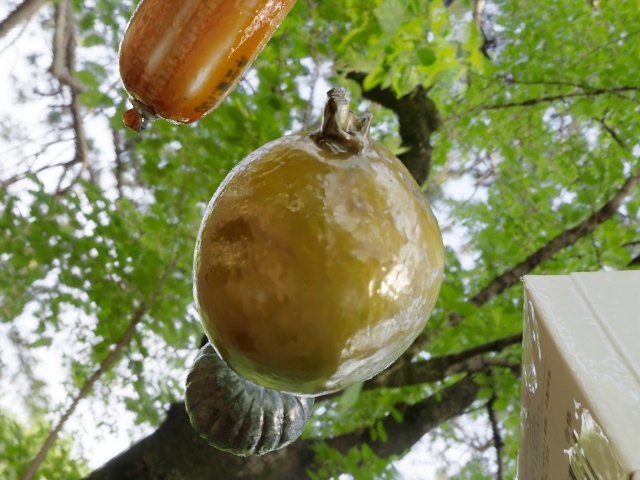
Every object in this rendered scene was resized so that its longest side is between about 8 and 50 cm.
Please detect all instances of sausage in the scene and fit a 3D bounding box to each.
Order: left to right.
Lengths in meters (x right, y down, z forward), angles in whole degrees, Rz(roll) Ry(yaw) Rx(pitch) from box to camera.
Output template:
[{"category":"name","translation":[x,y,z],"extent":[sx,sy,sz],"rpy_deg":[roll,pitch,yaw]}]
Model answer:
[{"category":"sausage","translation":[-0.047,-0.195,0.553],"extent":[0.093,0.093,0.312],"rpy_deg":[45,-67,17]}]

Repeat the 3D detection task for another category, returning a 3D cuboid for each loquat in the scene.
[{"category":"loquat","translation":[0.000,0.000,0.655],"extent":[0.213,0.213,0.246],"rpy_deg":[31,-55,32]}]

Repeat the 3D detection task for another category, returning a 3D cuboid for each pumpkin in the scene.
[{"category":"pumpkin","translation":[-0.115,0.246,1.351],"extent":[0.220,0.220,0.162],"rpy_deg":[48,-35,14]}]

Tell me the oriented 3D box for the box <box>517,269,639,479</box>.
[{"category":"box","translation":[0.183,0.179,0.460],"extent":[0.116,0.203,0.274],"rpy_deg":[-2,-70,2]}]
